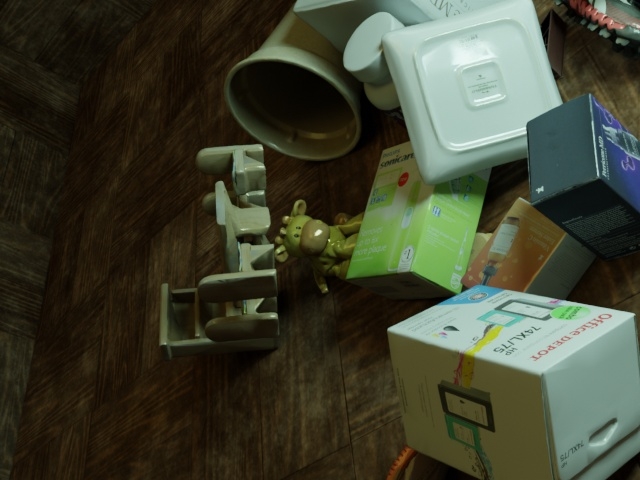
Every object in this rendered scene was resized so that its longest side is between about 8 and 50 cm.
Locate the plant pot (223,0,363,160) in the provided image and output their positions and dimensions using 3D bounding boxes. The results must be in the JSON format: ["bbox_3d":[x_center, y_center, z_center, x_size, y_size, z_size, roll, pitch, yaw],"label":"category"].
[{"bbox_3d":[-0.019,-0.412,1.807,0.334,0.334,0.305,-16,43,46],"label":"plant pot"}]

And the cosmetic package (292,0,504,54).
[{"bbox_3d":[0.216,-0.571,1.571,0.327,0.329,0.393,8,74,52],"label":"cosmetic package"}]

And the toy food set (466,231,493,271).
[{"bbox_3d":[0.276,0.023,1.351,0.083,0.020,0.083,3,69,53],"label":"toy food set"}]

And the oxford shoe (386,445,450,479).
[{"bbox_3d":[0.153,0.423,1.177,0.133,0.130,0.363,31,84,23],"label":"oxford shoe"}]

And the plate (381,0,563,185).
[{"bbox_3d":[0.270,-0.260,1.281,0.045,0.278,0.277,117,138,-85],"label":"plate"}]

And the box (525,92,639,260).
[{"bbox_3d":[0.404,-0.087,1.103,0.108,0.207,0.153,-24,49,41],"label":"box"}]

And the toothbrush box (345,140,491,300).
[{"bbox_3d":[0.183,-0.042,1.408,0.206,0.122,0.283,-10,57,58],"label":"toothbrush box"}]

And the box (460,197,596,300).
[{"bbox_3d":[0.332,0.041,1.207,0.170,0.091,0.130,-56,35,6],"label":"box"}]

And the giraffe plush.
[{"bbox_3d":[0.000,0.000,1.584,0.210,0.171,0.181,-25,48,40],"label":"giraffe plush"}]

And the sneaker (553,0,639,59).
[{"bbox_3d":[0.506,-0.414,1.296,0.135,0.098,0.276,-48,35,22],"label":"sneaker"}]

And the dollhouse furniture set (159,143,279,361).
[{"bbox_3d":[-0.227,0.062,1.581,0.394,0.257,0.362,91,172,-48],"label":"dollhouse furniture set"}]

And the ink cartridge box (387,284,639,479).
[{"bbox_3d":[0.264,0.198,1.028,0.270,0.198,0.197,9,115,53],"label":"ink cartridge box"}]

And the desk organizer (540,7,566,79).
[{"bbox_3d":[0.422,-0.362,1.409,0.047,0.050,0.130,-15,55,46],"label":"desk organizer"}]

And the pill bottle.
[{"bbox_3d":[0.190,-0.296,1.434,0.169,0.302,0.169,-32,43,36],"label":"pill bottle"}]
